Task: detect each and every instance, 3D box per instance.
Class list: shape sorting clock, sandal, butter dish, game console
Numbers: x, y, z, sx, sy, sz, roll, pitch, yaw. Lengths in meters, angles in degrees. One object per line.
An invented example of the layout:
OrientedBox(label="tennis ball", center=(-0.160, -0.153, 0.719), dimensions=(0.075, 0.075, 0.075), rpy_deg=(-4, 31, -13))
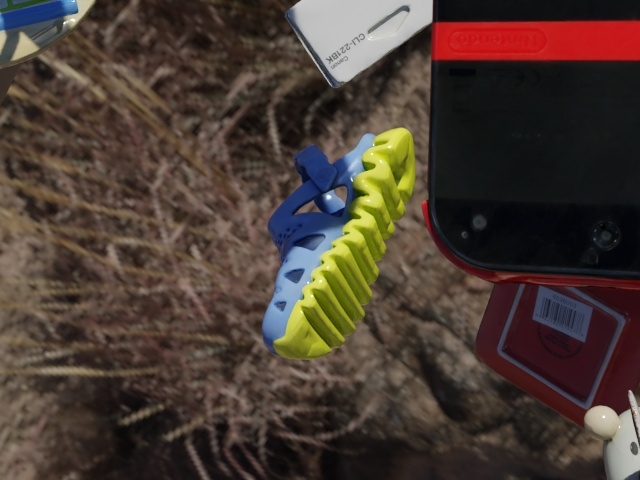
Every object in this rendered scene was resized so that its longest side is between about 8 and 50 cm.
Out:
OrientedBox(label="shape sorting clock", center=(-0.282, -0.222, 1.227), dimensions=(0.206, 0.040, 0.206), rpy_deg=(-1, 63, 1))
OrientedBox(label="sandal", center=(0.000, 0.000, 1.660), dimensions=(0.138, 0.126, 0.317), rpy_deg=(10, 51, 22))
OrientedBox(label="butter dish", center=(0.245, 0.069, 1.344), dimensions=(0.160, 0.118, 0.160), rpy_deg=(32, 124, 27))
OrientedBox(label="game console", center=(0.263, -0.131, 1.059), dimensions=(0.386, 0.060, 0.342), rpy_deg=(3, 90, 20))

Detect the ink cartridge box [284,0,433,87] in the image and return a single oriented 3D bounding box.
OrientedBox(label="ink cartridge box", center=(0.082, -0.300, 1.832), dimensions=(0.197, 0.273, 0.114), rpy_deg=(-34, 96, 13))

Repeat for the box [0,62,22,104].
OrientedBox(label="box", center=(-0.496, -0.122, 1.444), dimensions=(0.395, 0.293, 0.212), rpy_deg=(-63, 8, -4))

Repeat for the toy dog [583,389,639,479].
OrientedBox(label="toy dog", center=(0.170, 0.211, 1.002), dimensions=(0.161, 0.334, 0.220), rpy_deg=(36, 103, -3))
